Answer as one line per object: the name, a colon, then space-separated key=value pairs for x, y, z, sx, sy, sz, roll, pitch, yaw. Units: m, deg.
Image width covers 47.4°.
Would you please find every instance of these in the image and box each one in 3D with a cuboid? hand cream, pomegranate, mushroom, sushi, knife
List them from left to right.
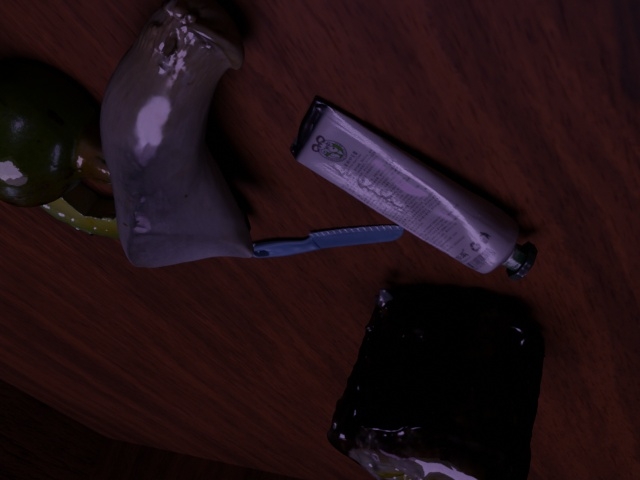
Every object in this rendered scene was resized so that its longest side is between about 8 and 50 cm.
pomegranate: x=-0.381 y=-0.117 z=1.000 sx=0.241 sy=0.159 sz=0.190 roll=31 pitch=152 yaw=-27
mushroom: x=-0.173 y=-0.116 z=0.863 sx=0.177 sy=0.126 sz=0.397 roll=-2 pitch=144 yaw=-4
knife: x=0.000 y=0.000 z=1.118 sx=0.313 sy=0.019 sz=0.044 roll=-7 pitch=140 yaw=38
hand cream: x=0.116 y=-0.055 z=0.903 sx=0.336 sy=0.076 sz=0.121 roll=30 pitch=146 yaw=-6
sushi: x=0.187 y=0.250 z=1.146 sx=0.299 sy=0.294 sz=0.281 roll=9 pitch=154 yaw=22

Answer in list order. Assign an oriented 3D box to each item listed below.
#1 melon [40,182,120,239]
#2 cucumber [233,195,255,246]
melon: x=-0.369 y=-0.053 z=1.213 sx=0.209 sy=0.064 sz=0.118 roll=12 pitch=146 yaw=9
cucumber: x=-0.168 y=-0.072 z=1.055 sx=0.056 sy=0.056 sz=0.250 roll=-7 pitch=141 yaw=40
